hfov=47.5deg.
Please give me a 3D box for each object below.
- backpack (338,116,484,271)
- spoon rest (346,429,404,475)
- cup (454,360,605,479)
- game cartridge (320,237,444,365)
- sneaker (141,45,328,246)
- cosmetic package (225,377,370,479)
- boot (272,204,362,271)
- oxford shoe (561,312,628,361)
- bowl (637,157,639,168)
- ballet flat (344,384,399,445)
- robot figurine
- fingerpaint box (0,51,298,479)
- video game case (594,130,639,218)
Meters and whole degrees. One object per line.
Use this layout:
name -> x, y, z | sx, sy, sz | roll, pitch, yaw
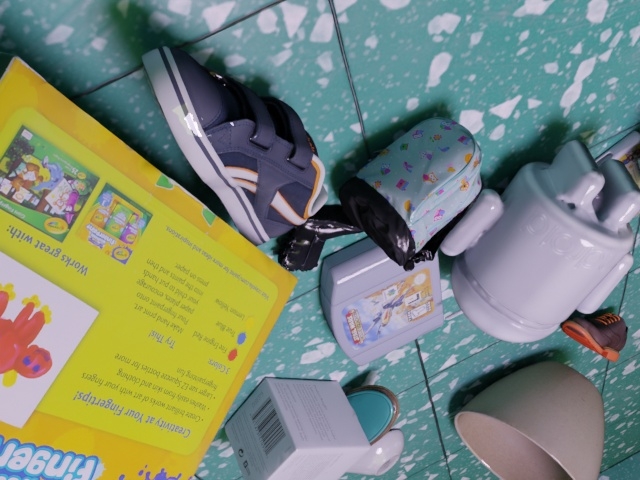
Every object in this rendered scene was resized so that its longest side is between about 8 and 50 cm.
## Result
backpack -> 0.131, -0.071, 0.949 | 0.182, 0.152, 0.115 | -37, 153, -10
spoon rest -> 0.079, 0.518, 1.655 | 0.276, 0.084, 0.137 | -31, 146, -21
cup -> 0.506, 0.414, 1.650 | 0.237, 0.331, 0.331 | -47, 149, -23
game cartridge -> 0.103, 0.098, 1.197 | 0.198, 0.062, 0.297 | -29, 143, -8
sneaker -> -0.077, -0.110, 0.782 | 0.127, 0.126, 0.321 | -25, 154, 1
cosmetic package -> -0.042, 0.354, 1.310 | 0.183, 0.151, 0.151 | 14, 125, -41
boot -> 0.000, 0.000, 1.021 | 0.121, 0.045, 0.099 | 3, 130, -26
oxford shoe -> 0.624, 0.198, 1.640 | 0.271, 0.097, 0.098 | 25, 97, -52
bowl -> 0.598, -0.100, 1.147 | 0.156, 0.290, 0.289 | -19, 149, 26
ballet flat -> 0.043, 0.392, 1.460 | 0.342, 0.116, 0.124 | -48, 160, 22
robot figurine -> 0.337, 0.019, 1.137 | 0.299, 0.200, 0.353 | 23, 123, -11
fingerpaint box -> -0.269, 0.091, 0.725 | 0.445, 0.163, 0.371 | 41, 73, -52
video game case -> 0.495, -0.068, 1.285 | 0.206, 0.026, 0.227 | -38, 141, 11
